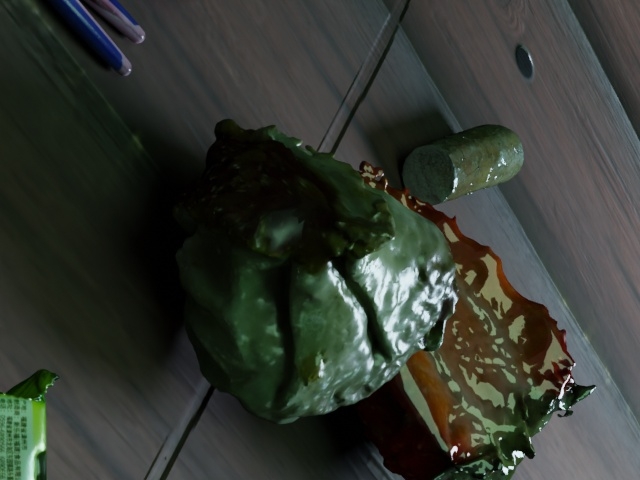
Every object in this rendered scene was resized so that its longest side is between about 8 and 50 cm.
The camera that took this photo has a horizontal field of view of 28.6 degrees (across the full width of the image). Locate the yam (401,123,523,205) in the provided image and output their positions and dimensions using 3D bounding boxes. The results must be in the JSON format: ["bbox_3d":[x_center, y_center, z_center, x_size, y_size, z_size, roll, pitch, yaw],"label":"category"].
[{"bbox_3d":[0.116,-0.062,1.020,0.132,0.054,0.054,-21,95,-55],"label":"yam"}]

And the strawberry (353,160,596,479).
[{"bbox_3d":[0.058,0.073,0.859,0.228,0.098,0.174,47,55,-4],"label":"strawberry"}]

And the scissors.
[{"bbox_3d":[-0.142,-0.143,0.716,0.113,0.012,0.039,47,44,-35],"label":"scissors"}]

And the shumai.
[{"bbox_3d":[0.006,-0.001,0.728,0.184,0.142,0.184,9,60,-15],"label":"shumai"}]

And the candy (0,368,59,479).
[{"bbox_3d":[-0.163,0.142,0.564,0.102,0.032,0.178,12,70,-49],"label":"candy"}]
